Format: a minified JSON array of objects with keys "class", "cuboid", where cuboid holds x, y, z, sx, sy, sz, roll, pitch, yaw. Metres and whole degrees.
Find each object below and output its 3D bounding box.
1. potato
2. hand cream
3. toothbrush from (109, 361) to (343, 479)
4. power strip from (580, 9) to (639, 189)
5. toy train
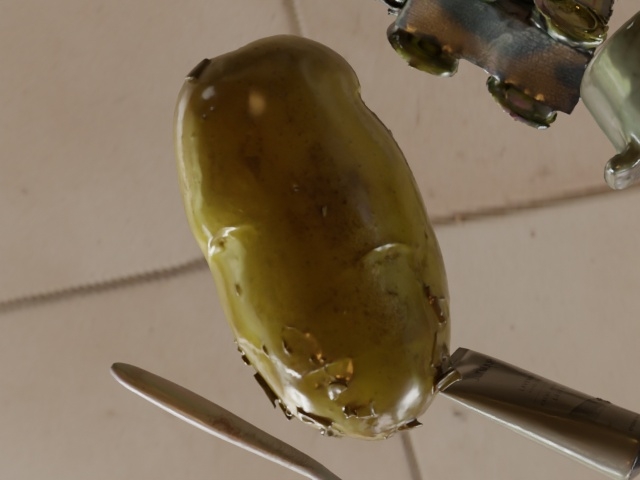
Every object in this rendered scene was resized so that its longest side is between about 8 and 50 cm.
[{"class":"potato","cuboid":[0.000,0.000,1.267,0.173,0.140,0.300,-22,89,-30]},{"class":"hand cream","cuboid":[0.175,0.132,1.337,0.186,0.087,0.054,23,116,17]},{"class":"toothbrush","cuboid":[-0.029,0.168,1.394,0.307,0.025,0.029,27,136,0]},{"class":"power strip","cuboid":[0.211,-0.112,0.638,0.286,0.080,0.048,-35,70,-5]},{"class":"toy train","cuboid":[0.183,-0.225,1.764,0.261,0.177,0.134,28,123,-2]}]
